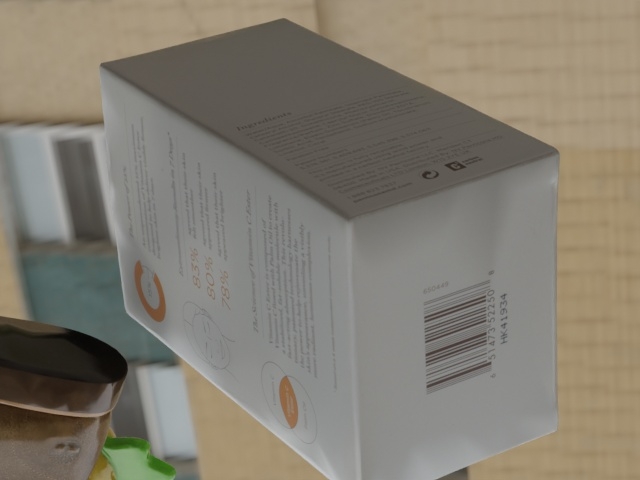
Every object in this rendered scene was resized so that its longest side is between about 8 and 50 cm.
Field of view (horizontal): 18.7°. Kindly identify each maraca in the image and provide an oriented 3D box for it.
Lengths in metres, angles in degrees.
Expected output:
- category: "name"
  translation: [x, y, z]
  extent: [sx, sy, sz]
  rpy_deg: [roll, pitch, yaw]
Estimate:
- category: "maraca"
  translation: [-0.202, 0.170, 1.517]
  extent: [0.186, 0.127, 0.099]
  rpy_deg: [15, -126, 6]

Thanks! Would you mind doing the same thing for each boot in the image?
- category: "boot"
  translation: [-0.276, 0.092, 1.145]
  extent: [0.305, 0.115, 0.112]
  rpy_deg: [15, -161, -10]

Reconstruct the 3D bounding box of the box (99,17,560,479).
- category: "box"
  translation: [0.000, 0.000, 1.380]
  extent: [0.168, 0.215, 0.345]
  rpy_deg: [-18, -150, -28]
